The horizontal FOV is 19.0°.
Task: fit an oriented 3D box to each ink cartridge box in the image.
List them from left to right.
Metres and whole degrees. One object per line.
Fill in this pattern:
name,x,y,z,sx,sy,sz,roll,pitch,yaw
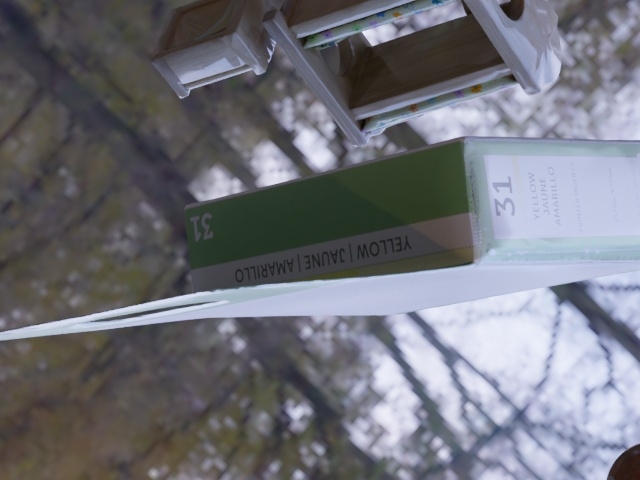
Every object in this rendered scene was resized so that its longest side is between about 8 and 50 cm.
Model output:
ink cartridge box,0.000,0.000,0.728,0.171,0.235,0.056,-12,-99,49

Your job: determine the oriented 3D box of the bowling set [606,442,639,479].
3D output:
bowling set,0.242,0.188,0.985,0.199,0.287,0.154,-1,-109,38

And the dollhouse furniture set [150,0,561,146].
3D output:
dollhouse furniture set,0.031,-0.136,1.005,0.181,0.101,0.161,-14,-140,32
